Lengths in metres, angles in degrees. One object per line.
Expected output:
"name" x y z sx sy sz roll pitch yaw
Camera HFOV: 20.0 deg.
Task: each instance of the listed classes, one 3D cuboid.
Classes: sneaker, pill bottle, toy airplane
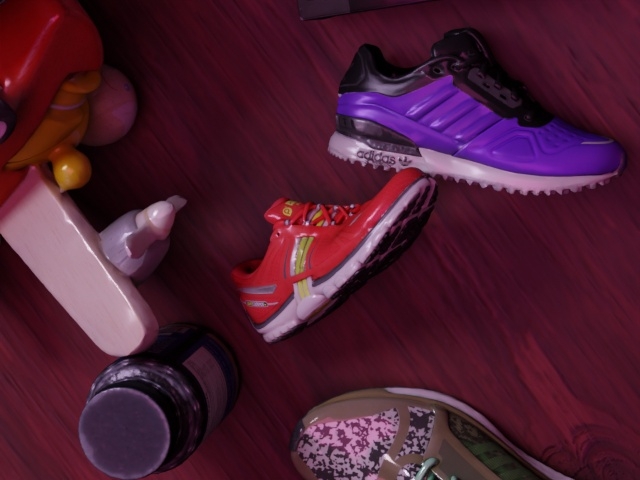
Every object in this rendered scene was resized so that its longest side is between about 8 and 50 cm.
"sneaker" 0.000 0.000 1.787 0.279 0.107 0.118 -40 82 39
"sneaker" 0.155 -0.131 1.759 0.293 0.102 0.146 9 102 11
"pill bottle" -0.164 0.163 1.825 0.123 0.219 0.122 2 101 12
"toy airplane" -0.304 -0.089 1.815 0.384 0.272 0.386 8 116 50
"sneaker" 0.155 0.272 1.793 0.410 0.182 0.158 22 105 8

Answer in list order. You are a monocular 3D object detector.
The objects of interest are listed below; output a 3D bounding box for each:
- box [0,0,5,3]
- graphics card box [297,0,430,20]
"box" -0.558 -0.341 1.629 0.472 0.297 0.479 -29 63 32
"graphics card box" 0.145 -0.349 1.721 0.371 0.094 0.232 -6 100 17
